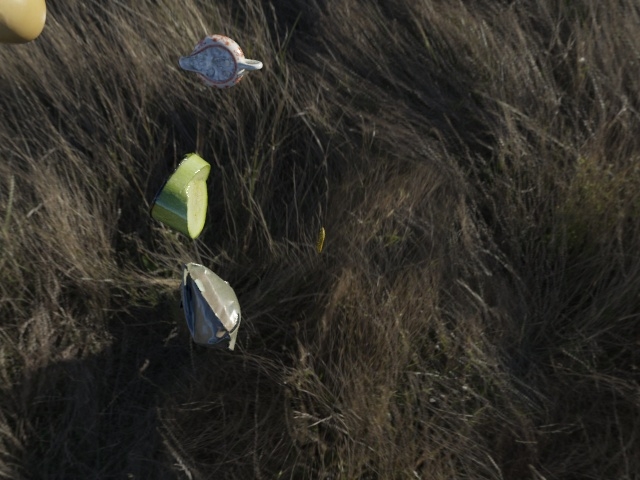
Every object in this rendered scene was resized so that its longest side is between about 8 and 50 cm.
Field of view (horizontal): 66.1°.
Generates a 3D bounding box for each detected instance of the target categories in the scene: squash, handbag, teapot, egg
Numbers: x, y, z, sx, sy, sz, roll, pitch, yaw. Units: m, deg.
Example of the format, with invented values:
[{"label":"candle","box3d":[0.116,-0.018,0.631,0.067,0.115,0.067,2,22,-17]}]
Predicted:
[{"label":"squash","box3d":[-0.357,-0.127,1.337,0.133,0.220,0.220,28,74,-2]},{"label":"handbag","box3d":[-0.220,0.134,0.976,0.117,0.270,0.182,-33,82,-16]},{"label":"teapot","box3d":[-0.304,-0.557,1.536,0.246,0.116,0.159,0,112,6]},{"label":"egg","box3d":[-0.774,-0.576,1.178,0.201,0.244,0.200,-1,77,3]}]

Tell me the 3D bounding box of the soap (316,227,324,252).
[{"label":"soap","box3d":[0.000,0.000,1.252,0.012,0.089,0.034,3,54,-8]}]
